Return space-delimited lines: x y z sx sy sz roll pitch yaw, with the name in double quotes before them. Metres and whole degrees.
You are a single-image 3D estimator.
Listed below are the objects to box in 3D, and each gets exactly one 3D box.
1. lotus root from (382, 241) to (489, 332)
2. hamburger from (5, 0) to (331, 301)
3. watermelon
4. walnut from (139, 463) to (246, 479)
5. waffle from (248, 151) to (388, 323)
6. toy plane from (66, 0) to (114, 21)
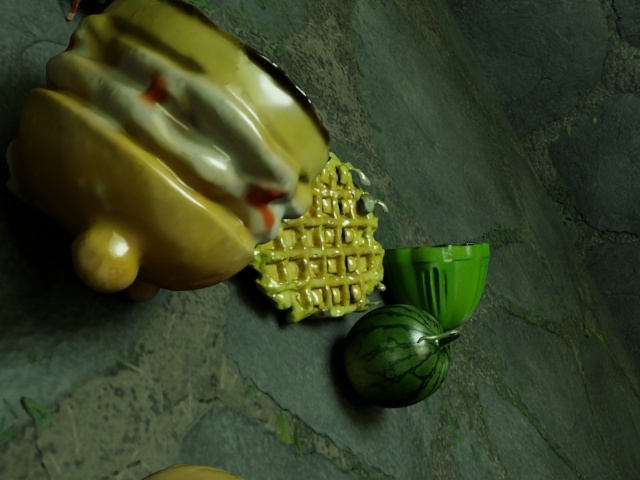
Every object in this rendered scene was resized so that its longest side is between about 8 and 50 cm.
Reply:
"lotus root" 0.195 0.089 1.130 0.186 0.186 0.186 37 40 -38
"hamburger" -0.149 -0.067 0.627 0.276 0.276 0.237 41 80 -34
"watermelon" 0.118 0.153 0.912 0.140 0.187 0.141 23 57 -40
"walnut" -0.094 0.283 0.496 0.222 0.195 0.195 66 30 -10
"waffle" -0.003 0.000 0.919 0.280 0.060 0.262 55 48 -31
"toy plane" -0.222 -0.290 0.797 0.194 0.126 0.077 24 1 3
